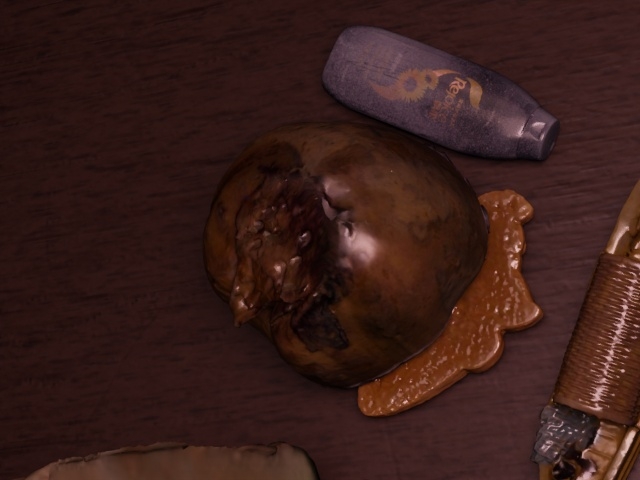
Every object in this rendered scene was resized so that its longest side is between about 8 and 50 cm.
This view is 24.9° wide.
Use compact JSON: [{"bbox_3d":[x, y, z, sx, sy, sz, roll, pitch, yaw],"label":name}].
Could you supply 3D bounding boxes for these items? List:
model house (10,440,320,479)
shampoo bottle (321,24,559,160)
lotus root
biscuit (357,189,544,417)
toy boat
[{"bbox_3d":[-0.192,0.431,1.214,0.400,0.395,0.445,-25,74,24],"label":"model house"},{"bbox_3d":[0.115,-0.136,1.391,0.234,0.049,0.087,25,89,23],"label":"shampoo bottle"},{"bbox_3d":[0.000,0.000,1.316,0.272,0.192,0.272,-5,79,28],"label":"lotus root"},{"bbox_3d":[0.116,0.062,1.352,0.162,0.035,0.250,37,91,30],"label":"biscuit"},{"bbox_3d":[0.256,0.096,1.250,0.089,0.115,0.310,20,85,23],"label":"toy boat"}]
